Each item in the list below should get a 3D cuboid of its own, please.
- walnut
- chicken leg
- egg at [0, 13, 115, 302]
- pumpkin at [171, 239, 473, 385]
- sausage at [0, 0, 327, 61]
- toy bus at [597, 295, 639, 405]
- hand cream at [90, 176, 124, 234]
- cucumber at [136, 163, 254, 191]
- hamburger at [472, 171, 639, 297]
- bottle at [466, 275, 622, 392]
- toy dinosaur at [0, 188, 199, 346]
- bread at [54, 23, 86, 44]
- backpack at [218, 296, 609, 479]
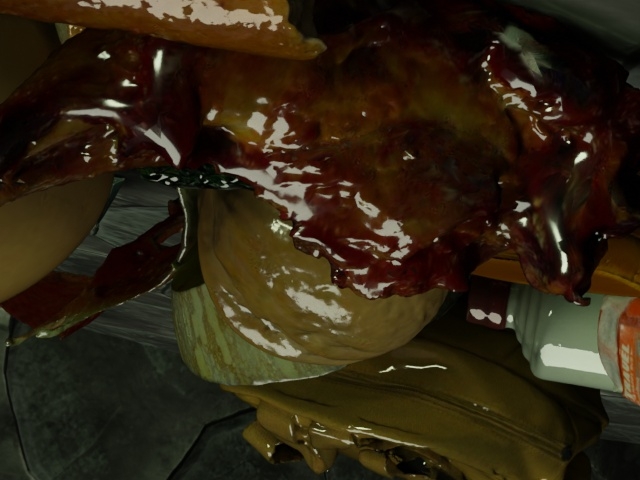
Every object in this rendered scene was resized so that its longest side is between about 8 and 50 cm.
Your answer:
[{"bbox_3d":[0.000,0.000,1.174,0.166,0.149,0.166,34,-178,-2],"label":"walnut"},{"bbox_3d":[-0.037,-0.045,0.849,0.406,0.158,0.096,-4,-168,-19],"label":"chicken leg"},{"bbox_3d":[-0.212,-0.051,0.919,0.244,0.201,0.201,14,172,-28],"label":"egg"},{"bbox_3d":[-0.013,0.008,1.332,0.217,0.217,0.110,2,127,48],"label":"pumpkin"},{"bbox_3d":[-0.141,-0.124,0.756,0.302,0.076,0.103,10,171,10],"label":"sausage"},{"bbox_3d":[0.225,0.036,1.117,0.077,0.079,0.174,18,-144,42],"label":"toy bus"},{"bbox_3d":[-0.285,-0.049,1.562,0.247,0.052,0.075,13,173,-14],"label":"hand cream"},{"bbox_3d":[0.014,-0.057,1.020,0.265,0.077,0.077,6,171,40],"label":"cucumber"},{"bbox_3d":[0.118,-0.023,1.069,0.165,0.087,0.137,8,172,31],"label":"hamburger"},{"bbox_3d":[0.229,0.062,1.452,0.245,0.104,0.104,10,172,7],"label":"bottle"},{"bbox_3d":[-0.165,-0.003,1.469,0.113,0.206,0.327,54,169,-8],"label":"toy dinosaur"},{"bbox_3d":[-0.100,-0.111,0.873,0.103,0.049,0.062,20,134,-42],"label":"bread"},{"bbox_3d":[0.089,0.128,1.750,0.353,0.201,0.378,9,174,21],"label":"backpack"}]
